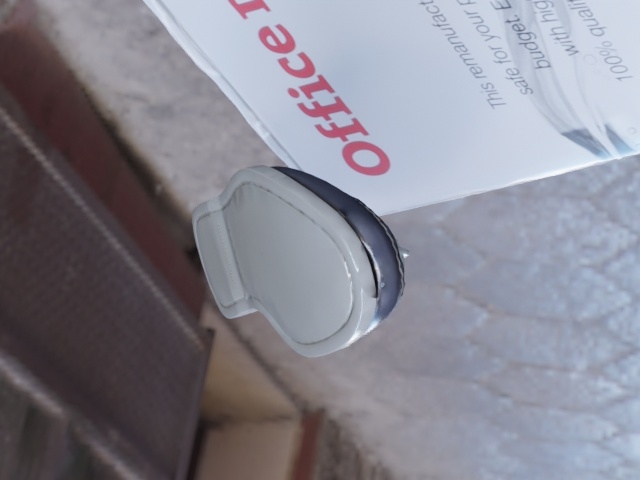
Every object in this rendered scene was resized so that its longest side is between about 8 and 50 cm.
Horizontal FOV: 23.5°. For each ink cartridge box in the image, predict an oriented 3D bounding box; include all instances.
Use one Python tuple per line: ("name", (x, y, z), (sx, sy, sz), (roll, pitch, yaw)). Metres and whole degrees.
("ink cartridge box", (0.111, -0.188, 0.672), (0.395, 0.166, 0.285), (-13, 134, 33))

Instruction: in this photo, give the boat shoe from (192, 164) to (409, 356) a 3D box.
("boat shoe", (0.000, 0.000, 0.625), (0.065, 0.075, 0.206), (-17, -175, -16))
